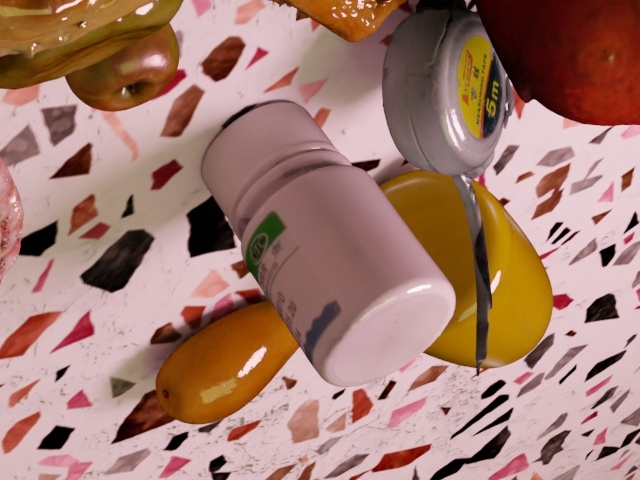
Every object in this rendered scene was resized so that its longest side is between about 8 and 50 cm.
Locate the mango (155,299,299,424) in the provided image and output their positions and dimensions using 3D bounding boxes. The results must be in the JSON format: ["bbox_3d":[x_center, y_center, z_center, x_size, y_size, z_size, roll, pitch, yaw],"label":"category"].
[{"bbox_3d":[-0.082,0.119,1.688,0.184,0.085,0.102,-30,151,-22],"label":"mango"}]

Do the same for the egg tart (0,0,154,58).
[{"bbox_3d":[-0.165,-0.274,0.936,0.352,0.150,0.352,-18,128,-24],"label":"egg tart"}]

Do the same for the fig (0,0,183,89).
[{"bbox_3d":[-0.171,-0.172,1.103,0.166,0.154,0.144,6,161,-3],"label":"fig"}]

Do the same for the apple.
[{"bbox_3d":[-0.151,-0.138,1.251,0.090,0.074,0.089,-26,151,-16],"label":"apple"}]

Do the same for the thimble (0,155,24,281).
[{"bbox_3d":[-0.329,-0.026,1.140,0.239,0.162,0.239,-29,150,-19],"label":"thimble"}]

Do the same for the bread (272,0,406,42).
[{"bbox_3d":[-0.020,-0.236,1.248,0.139,0.077,0.271,-43,149,18],"label":"bread"}]

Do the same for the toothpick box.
[{"bbox_3d":[0.144,0.043,1.733,0.175,0.175,0.271,-41,154,7],"label":"toothpick box"}]

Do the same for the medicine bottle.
[{"bbox_3d":[0.000,0.000,1.444,0.139,0.237,0.139,-27,149,-17],"label":"medicine bottle"}]

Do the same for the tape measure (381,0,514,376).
[{"bbox_3d":[0.102,-0.052,1.456,0.084,0.330,0.164,-3,163,37],"label":"tape measure"}]

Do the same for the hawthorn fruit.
[{"bbox_3d":[0.263,-0.249,1.352,0.265,0.265,0.307,-18,140,-30],"label":"hawthorn fruit"}]
